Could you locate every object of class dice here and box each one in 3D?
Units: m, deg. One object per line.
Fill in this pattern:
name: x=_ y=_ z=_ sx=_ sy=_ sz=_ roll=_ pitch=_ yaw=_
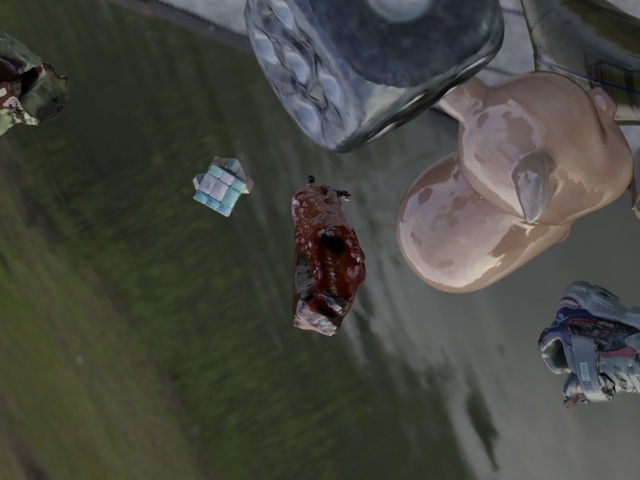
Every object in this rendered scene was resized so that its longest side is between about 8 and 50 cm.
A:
dice: x=0.048 y=-0.200 z=1.120 sx=0.181 sy=0.182 sz=0.183 roll=59 pitch=160 yaw=3

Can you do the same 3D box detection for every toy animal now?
toy animal: x=0.227 y=-0.073 z=1.481 sx=0.269 sy=0.326 sz=0.237 roll=30 pitch=-154 yaw=-59

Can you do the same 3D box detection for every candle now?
candle: x=0.000 y=0.000 z=1.160 sx=0.059 sy=0.084 sz=0.302 roll=50 pitch=-169 yaw=-21

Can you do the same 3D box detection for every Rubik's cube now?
Rubik's cube: x=-0.143 y=-0.086 z=1.785 sx=0.075 sy=0.084 sz=0.073 roll=45 pitch=-169 yaw=-9

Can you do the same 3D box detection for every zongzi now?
zongzi: x=0.369 y=-0.285 z=1.547 sx=0.260 sy=0.123 sz=0.289 roll=7 pitch=121 yaw=52

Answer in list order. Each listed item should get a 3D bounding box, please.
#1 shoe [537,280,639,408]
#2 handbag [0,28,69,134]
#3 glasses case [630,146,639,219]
shoe: x=0.317 y=0.135 z=1.324 sx=0.227 sy=0.125 sz=0.099 roll=36 pitch=159 yaw=53
handbag: x=-0.316 y=-0.106 z=0.816 sx=0.213 sy=0.234 sz=0.127 roll=-21 pitch=-75 yaw=-77
glasses case: x=0.415 y=-0.081 z=1.490 sx=0.041 sy=0.064 sz=0.170 roll=48 pitch=-156 yaw=-8
